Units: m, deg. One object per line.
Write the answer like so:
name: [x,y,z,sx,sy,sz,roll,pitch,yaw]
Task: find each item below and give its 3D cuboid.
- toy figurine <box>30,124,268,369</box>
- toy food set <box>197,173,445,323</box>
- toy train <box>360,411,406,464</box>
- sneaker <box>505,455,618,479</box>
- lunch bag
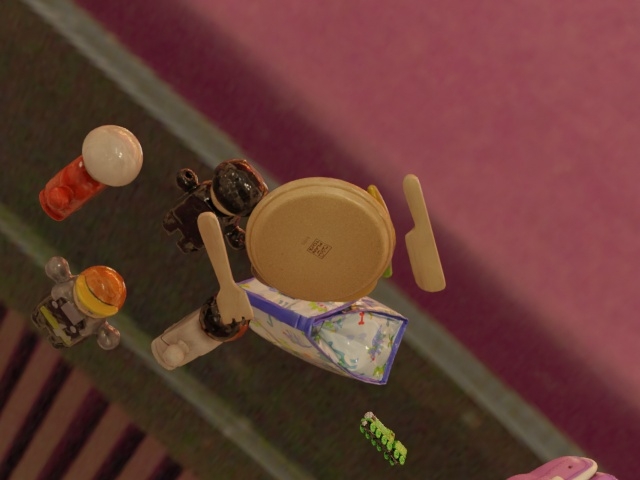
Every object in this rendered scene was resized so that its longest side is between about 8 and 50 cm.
toy figurine: [-0.161,0.011,1.571,0.213,0.148,0.209,17,62,-28]
toy food set: [0.000,0.000,1.366,0.192,0.132,0.038,-9,33,8]
toy train: [0.066,0.205,1.704,0.083,0.017,0.024,51,43,-40]
sneaker: [0.150,0.212,1.185,0.161,0.282,0.102,-24,92,4]
lunch bag: [-0.006,0.083,1.715,0.151,0.129,0.096,16,93,-48]
